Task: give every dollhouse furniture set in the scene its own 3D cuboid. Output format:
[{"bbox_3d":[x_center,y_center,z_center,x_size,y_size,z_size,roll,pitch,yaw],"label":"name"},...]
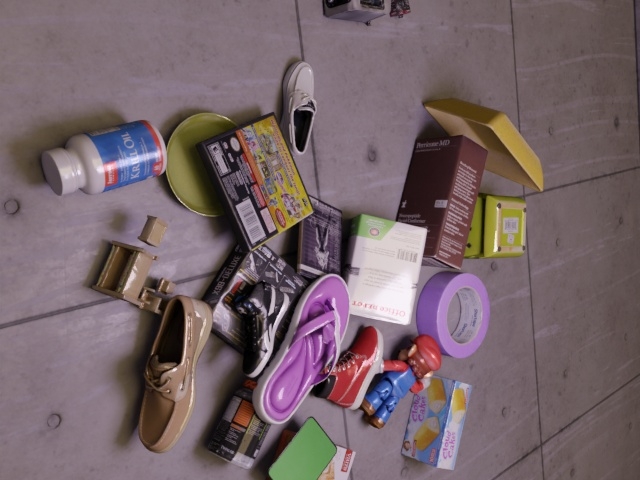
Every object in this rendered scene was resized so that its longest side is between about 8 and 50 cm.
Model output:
[{"bbox_3d":[-0.384,0.052,1.401,0.161,0.101,0.181,45,61,-60],"label":"dollhouse furniture set"}]

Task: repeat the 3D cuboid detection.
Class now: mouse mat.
[{"bbox_3d":[-0.043,0.572,1.661,0.189,0.007,0.152,-47,119,-28],"label":"mouse mat"}]

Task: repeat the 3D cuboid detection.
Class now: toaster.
[{"bbox_3d":[0.102,-0.687,1.742,0.186,0.110,0.168,-9,99,-40],"label":"toaster"}]

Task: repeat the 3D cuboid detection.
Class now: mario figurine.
[{"bbox_3d":[0.228,0.404,1.925,0.320,0.170,0.198,-41,154,-20],"label":"mario figurine"}]

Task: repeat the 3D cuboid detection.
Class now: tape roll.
[{"bbox_3d":[0.435,0.239,2.086,0.275,0.090,0.274,-3,95,-40],"label":"tape roll"}]

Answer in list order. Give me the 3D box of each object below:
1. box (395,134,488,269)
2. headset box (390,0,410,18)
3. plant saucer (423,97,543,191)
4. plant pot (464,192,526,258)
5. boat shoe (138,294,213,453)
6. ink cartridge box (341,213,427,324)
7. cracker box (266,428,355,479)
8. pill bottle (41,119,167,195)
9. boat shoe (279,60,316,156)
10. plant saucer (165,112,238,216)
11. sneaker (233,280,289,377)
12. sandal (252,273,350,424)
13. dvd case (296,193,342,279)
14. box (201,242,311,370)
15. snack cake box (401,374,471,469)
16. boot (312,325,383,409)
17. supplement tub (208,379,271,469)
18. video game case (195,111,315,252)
[{"bbox_3d":[0.356,-0.115,1.934,0.143,0.191,0.381,25,76,-39],"label":"box"},{"bbox_3d":[0.231,-0.703,1.902,0.062,0.032,0.083,-27,110,-36],"label":"headset box"},{"bbox_3d":[0.516,-0.314,1.964,0.333,0.333,0.081,38,91,-35],"label":"plant saucer"},{"bbox_3d":[0.536,-0.047,2.081,0.228,0.207,0.227,0,92,-39],"label":"plant pot"},{"bbox_3d":[-0.336,0.286,1.391,0.110,0.122,0.341,37,63,-63],"label":"boat shoe"},{"bbox_3d":[0.166,0.083,1.784,0.198,0.115,0.272,13,84,-10],"label":"ink cartridge box"},{"bbox_3d":[-0.023,0.615,1.728,0.232,0.067,0.155,29,73,-38],"label":"cracker box"},{"bbox_3d":[-0.437,-0.163,1.300,0.221,0.124,0.124,-25,108,-37],"label":"pill bottle"},{"bbox_3d":[-0.046,-0.338,1.649,0.095,0.084,0.258,8,87,-40],"label":"boat shoe"},{"bbox_3d":[-0.263,-0.177,1.504,0.241,0.037,0.240,-3,94,-41],"label":"plant saucer"},{"bbox_3d":[-0.164,0.197,1.488,0.121,0.079,0.216,35,63,-32],"label":"sneaker"},{"bbox_3d":[-0.013,0.268,1.573,0.169,0.102,0.416,46,58,-30],"label":"sandal"},{"bbox_3d":[0.000,0.000,1.703,0.165,0.018,0.221,23,61,-46],"label":"dvd case"},{"bbox_3d":[-0.137,0.174,1.603,0.307,0.077,0.242,43,65,-33],"label":"box"},{"bbox_3d":[0.360,0.558,1.996,0.089,0.152,0.264,23,77,-38],"label":"snack cake box"},{"bbox_3d":[0.072,0.335,1.786,0.176,0.088,0.244,31,76,-36],"label":"boot"},{"bbox_3d":[-0.181,0.443,1.552,0.117,0.117,0.190,40,68,-35],"label":"supplement tub"},{"bbox_3d":[-0.148,-0.144,1.538,0.248,0.035,0.274,-34,107,-43],"label":"video game case"}]
